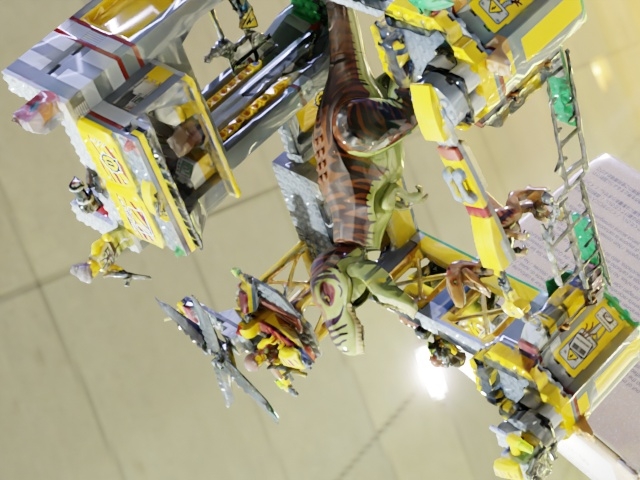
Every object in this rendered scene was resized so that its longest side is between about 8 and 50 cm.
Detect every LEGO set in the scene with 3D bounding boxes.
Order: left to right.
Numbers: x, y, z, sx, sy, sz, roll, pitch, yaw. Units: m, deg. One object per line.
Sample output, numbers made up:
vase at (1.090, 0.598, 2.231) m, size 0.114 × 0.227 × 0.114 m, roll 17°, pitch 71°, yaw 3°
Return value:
LEGO set at (0.000, 0.000, 0.747) m, size 0.255 × 0.192 × 0.331 m, roll 32°, pitch -27°, yaw 32°

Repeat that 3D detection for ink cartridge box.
ink cartridge box at (0.224, 0.066, 1.149) m, size 0.234 × 0.193 × 0.088 m, roll 40°, pitch -16°, yaw 43°
